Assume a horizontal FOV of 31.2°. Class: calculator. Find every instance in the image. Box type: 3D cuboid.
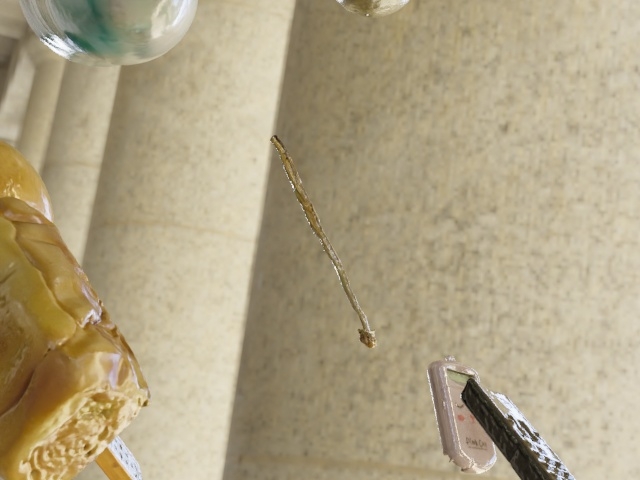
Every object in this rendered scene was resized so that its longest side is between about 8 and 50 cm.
[{"bbox_3d":[0.198,0.243,1.607,0.032,0.175,0.100,-30,-33,35],"label":"calculator"}]

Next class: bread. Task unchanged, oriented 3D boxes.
[{"bbox_3d":[-0.289,0.090,1.119,0.132,0.167,0.294,21,22,-47],"label":"bread"}]

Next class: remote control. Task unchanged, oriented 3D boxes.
[{"bbox_3d":[0.180,0.190,0.816,0.063,0.025,0.245,25,21,-43],"label":"remote control"}]

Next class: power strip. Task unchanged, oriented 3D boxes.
[{"bbox_3d":[-0.276,0.298,1.550,0.028,0.049,0.178,-17,-45,5],"label":"power strip"}]

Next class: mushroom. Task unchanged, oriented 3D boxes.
[{"bbox_3d":[0.004,-0.003,1.362,0.026,0.286,0.028,-15,-14,-43],"label":"mushroom"}]

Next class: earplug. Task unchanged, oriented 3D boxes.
[{"bbox_3d":[-0.192,-0.245,1.110,0.185,0.185,0.324,14,9,-21],"label":"earplug"}]

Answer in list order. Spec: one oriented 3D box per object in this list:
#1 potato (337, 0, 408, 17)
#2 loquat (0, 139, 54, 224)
[{"bbox_3d":[0.086,-0.429,1.706,0.160,0.235,0.178,36,-53,-12],"label":"potato"},{"bbox_3d":[-0.504,-0.025,1.602,0.263,0.263,0.263,7,-16,2],"label":"loquat"}]
